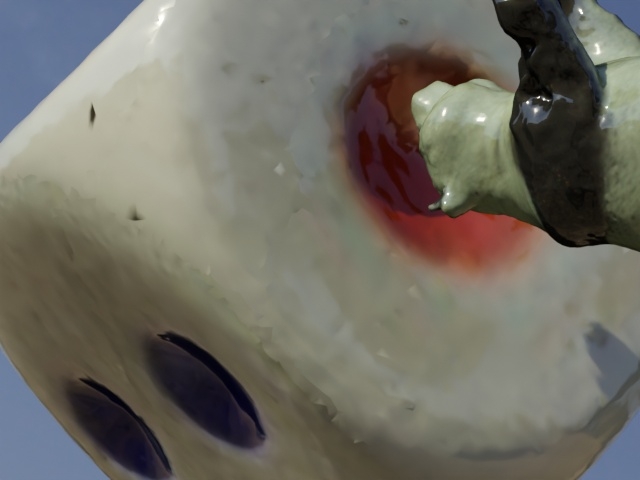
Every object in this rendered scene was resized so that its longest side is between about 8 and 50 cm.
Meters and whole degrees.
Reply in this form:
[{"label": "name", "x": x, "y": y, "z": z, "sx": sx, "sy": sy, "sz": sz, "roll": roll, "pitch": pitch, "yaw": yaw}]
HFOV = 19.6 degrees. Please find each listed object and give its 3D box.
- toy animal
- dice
[{"label": "toy animal", "x": 0.132, "y": -0.051, "z": 0.753, "sx": 0.225, "sy": 0.121, "sz": 0.094, "roll": 3, "pitch": 8, "yaw": 29}, {"label": "dice", "x": 0.000, "y": 0.000, "z": 0.985, "sx": 0.304, "sy": 0.277, "sz": 0.304, "roll": 46, "pitch": -26, "yaw": -7}]
